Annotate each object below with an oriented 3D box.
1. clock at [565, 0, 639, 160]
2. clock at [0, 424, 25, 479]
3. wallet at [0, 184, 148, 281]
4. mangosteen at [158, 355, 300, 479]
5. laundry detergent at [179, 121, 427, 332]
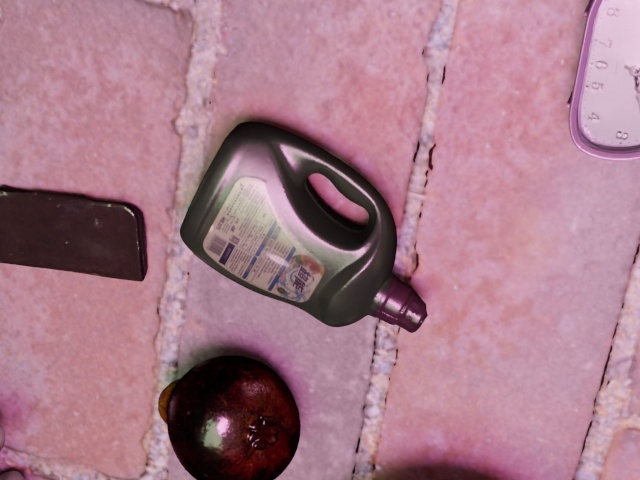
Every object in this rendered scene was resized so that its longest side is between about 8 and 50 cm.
[{"bbox_3d":[0.250,-0.132,0.991,0.110,0.050,0.152,11,116,11],"label":"clock"},{"bbox_3d":[-0.401,0.203,1.275,0.200,0.146,0.243,-17,115,26],"label":"clock"},{"bbox_3d":[-0.236,-0.006,1.201,0.157,0.018,0.082,6,115,13],"label":"wallet"},{"bbox_3d":[-0.089,0.164,1.188,0.140,0.140,0.140,6,114,13],"label":"mangosteen"},{"bbox_3d":[0.000,0.000,1.104,0.222,0.078,0.144,29,114,2],"label":"laundry detergent"}]
